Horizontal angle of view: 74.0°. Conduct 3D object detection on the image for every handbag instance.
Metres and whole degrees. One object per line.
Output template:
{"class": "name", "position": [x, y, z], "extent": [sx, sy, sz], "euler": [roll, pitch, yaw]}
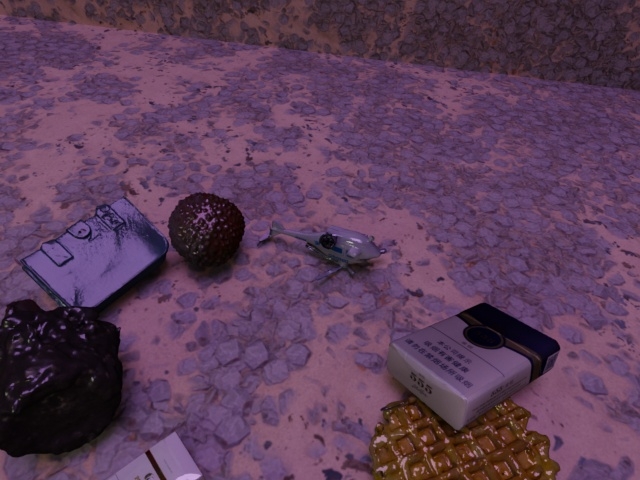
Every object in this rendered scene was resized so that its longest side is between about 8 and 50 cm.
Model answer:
{"class": "handbag", "position": [-0.439, 0.028, 0.847], "extent": [0.179, 0.062, 0.229], "euler": [46, 55, 0]}

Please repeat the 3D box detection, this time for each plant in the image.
{"class": "plant", "position": [-0.413, 0.197, 0.650], "extent": [0.178, 0.204, 0.234], "euler": [21, 11, -44]}

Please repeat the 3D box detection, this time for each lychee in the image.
{"class": "lychee", "position": [-0.244, -0.031, 0.918], "extent": [0.165, 0.165, 0.197], "euler": [-1, 56, -7]}

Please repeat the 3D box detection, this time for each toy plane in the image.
{"class": "toy plane", "position": [0.003, -0.006, 0.961], "extent": [0.273, 0.107, 0.182], "euler": [30, 43, 29]}

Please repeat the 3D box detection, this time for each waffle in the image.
{"class": "waffle", "position": [0.222, 0.330, 0.660], "extent": [0.281, 0.060, 0.262], "euler": [21, 42, 14]}

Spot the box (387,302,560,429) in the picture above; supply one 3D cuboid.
{"class": "box", "position": [0.265, 0.201, 0.737], "extent": [0.259, 0.071, 0.168], "euler": [-15, 29, -32]}

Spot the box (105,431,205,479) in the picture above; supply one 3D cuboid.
{"class": "box", "position": [-0.252, 0.354, 0.597], "extent": [0.154, 0.040, 0.084], "euler": [-29, 50, -32]}
